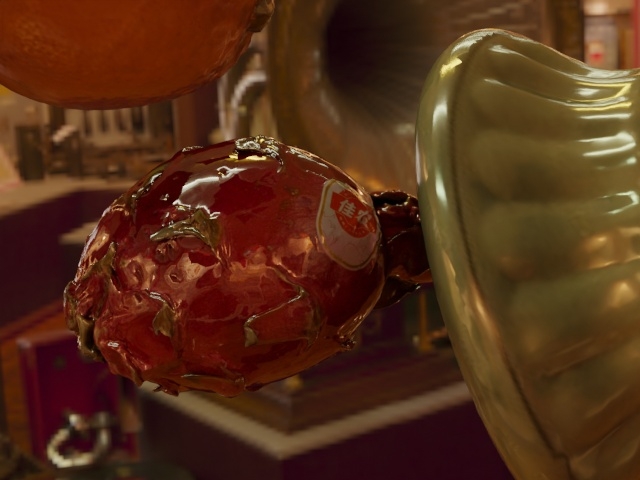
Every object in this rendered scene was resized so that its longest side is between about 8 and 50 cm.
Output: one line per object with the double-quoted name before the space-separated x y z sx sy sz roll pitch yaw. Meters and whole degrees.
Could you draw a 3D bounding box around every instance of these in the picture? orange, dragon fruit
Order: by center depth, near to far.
"dragon fruit" 0.000 0.000 0.504 0.190 0.094 0.094 -15 17 -31
"orange" -0.164 -0.248 1.071 0.312 0.312 0.312 -3 12 1

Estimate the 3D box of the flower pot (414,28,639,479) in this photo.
"flower pot" 0.182 -0.016 0.480 0.244 0.307 0.307 -22 1 29
